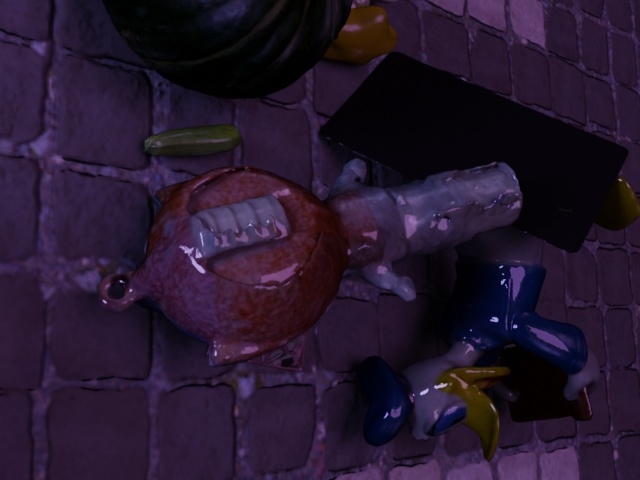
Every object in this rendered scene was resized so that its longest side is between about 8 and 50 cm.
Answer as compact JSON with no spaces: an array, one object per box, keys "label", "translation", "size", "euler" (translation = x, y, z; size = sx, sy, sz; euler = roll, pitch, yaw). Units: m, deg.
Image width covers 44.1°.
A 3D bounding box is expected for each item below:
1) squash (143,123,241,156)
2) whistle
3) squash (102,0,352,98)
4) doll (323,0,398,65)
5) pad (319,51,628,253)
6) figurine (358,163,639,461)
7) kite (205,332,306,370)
[{"label":"squash","translation":[-0.104,-0.081,0.645],"size":[0.089,0.027,0.027],"euler":[-10,88,-37]},{"label":"whistle","translation":[0.000,0.000,0.614],"size":[0.346,0.142,0.133],"euler":[-15,133,-19]},{"label":"squash","translation":[-0.067,-0.212,0.605],"size":[0.218,0.172,0.218],"euler":[17,67,-44]},{"label":"doll","translation":[0.024,-0.234,0.765],"size":[0.135,0.071,0.113],"euler":[24,59,-31]},{"label":"pad","translation":[0.148,-0.093,0.762],"size":[0.159,0.265,0.009],"euler":[-50,159,-35]},{"label":"figurine","translation":[0.157,0.092,0.785],"size":[0.338,0.204,0.283],"euler":[-39,115,-26]},{"label":"kite","translation":[-0.054,0.053,0.678],"size":[0.137,0.005,0.152],"euler":[-44,109,-38]}]
